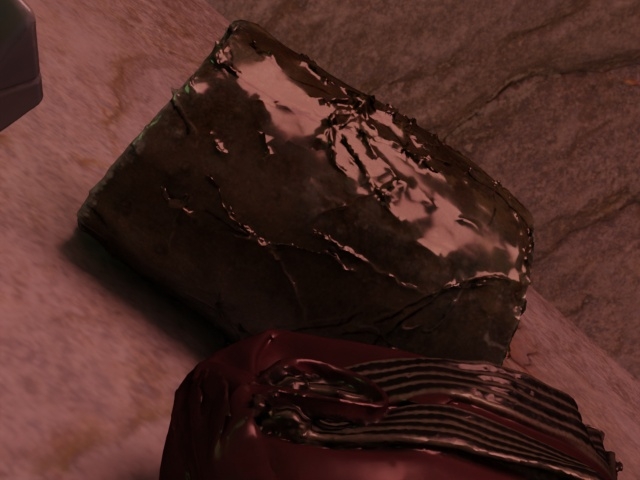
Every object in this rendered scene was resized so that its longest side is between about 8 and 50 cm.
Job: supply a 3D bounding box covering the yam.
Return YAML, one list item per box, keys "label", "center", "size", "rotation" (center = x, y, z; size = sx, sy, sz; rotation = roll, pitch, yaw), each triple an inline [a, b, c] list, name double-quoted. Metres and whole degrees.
- label: "yam"
  center: [0.000, 0.000, 0.845]
  size: [0.348, 0.241, 0.241]
  rotation: [35, 15, -14]

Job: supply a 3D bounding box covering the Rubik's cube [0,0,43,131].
- label: "Rubik's cube"
  center: [-0.249, -0.125, 0.498]
  size: [0.224, 0.265, 0.213]
  rotation: [44, 30, 3]

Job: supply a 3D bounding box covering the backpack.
- label: "backpack"
  center: [0.061, 0.159, 0.559]
  size: [0.317, 0.197, 0.283]
  rotation: [36, 16, -21]
